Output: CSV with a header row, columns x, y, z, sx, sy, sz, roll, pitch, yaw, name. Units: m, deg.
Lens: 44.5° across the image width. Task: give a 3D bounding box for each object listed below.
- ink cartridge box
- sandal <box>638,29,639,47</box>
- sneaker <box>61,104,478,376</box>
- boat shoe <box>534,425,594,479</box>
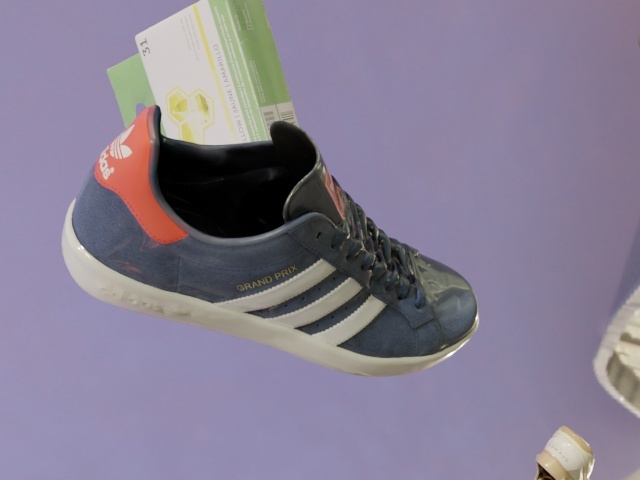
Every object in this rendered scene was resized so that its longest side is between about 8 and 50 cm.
x,y,z,sx,sy,sz,roll,pitch,yaw,name
-0.127,-0.112,0.731,0.056,0.235,0.171,-24,-81,-50,ink cartridge box
0.318,-0.115,0.592,0.072,0.180,0.049,-51,-5,17,sandal
0.000,0.000,0.581,0.349,0.131,0.148,13,-51,-29,sneaker
0.258,0.265,0.849,0.059,0.063,0.170,-34,-47,-14,boat shoe
